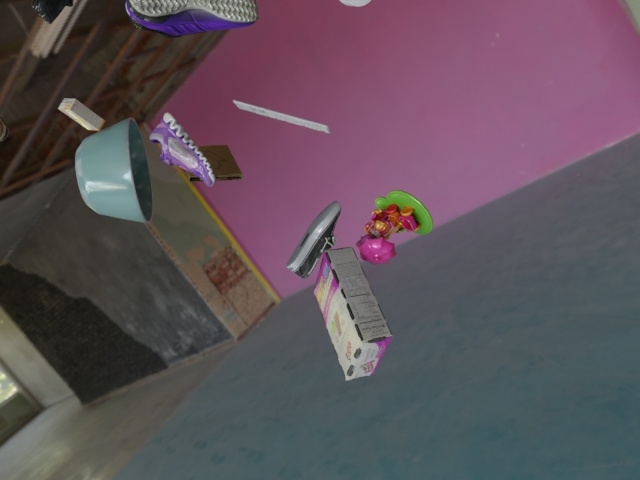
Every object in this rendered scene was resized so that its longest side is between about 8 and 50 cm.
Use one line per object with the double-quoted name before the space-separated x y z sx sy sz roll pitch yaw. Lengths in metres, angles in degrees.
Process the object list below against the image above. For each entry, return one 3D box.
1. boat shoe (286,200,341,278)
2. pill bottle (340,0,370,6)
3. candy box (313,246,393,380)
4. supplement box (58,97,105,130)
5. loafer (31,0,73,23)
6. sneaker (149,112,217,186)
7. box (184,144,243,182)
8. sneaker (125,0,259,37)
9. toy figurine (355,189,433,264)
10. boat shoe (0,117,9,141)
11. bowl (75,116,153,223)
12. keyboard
"boat shoe" 0.001 0.000 1.947 0.306 0.105 0.113 -58 18 -13
"pill bottle" 0.060 -0.532 1.087 0.086 0.086 0.152 -33 39 11
"candy box" 0.062 0.152 1.131 0.071 0.233 0.159 -7 -38 -18
"supplement box" -0.639 -0.337 1.429 0.062 0.098 0.036 13 73 36
"loafer" -0.793 -0.759 1.641 0.076 0.078 0.223 12 61 27
"sneaker" -0.387 -0.235 1.488 0.104 0.236 0.095 -40 4 -9
"box" -0.348 -0.242 1.663 0.164 0.021 0.201 -6 38 -23
"sneaker" -0.289 -0.512 1.192 0.293 0.102 0.146 -8 -6 -29
"toy figurine" 0.139 -0.018 1.204 0.159 0.130 0.173 -45 34 -21
"boat shoe" -1.000 -0.356 1.577 0.095 0.257 0.095 -65 -18 5
"bowl" -0.601 -0.193 1.550 0.163 0.311 0.311 -8 5 -9
"keyboard" -0.099 -0.321 1.382 0.072 0.256 0.014 -25 -49 -81
